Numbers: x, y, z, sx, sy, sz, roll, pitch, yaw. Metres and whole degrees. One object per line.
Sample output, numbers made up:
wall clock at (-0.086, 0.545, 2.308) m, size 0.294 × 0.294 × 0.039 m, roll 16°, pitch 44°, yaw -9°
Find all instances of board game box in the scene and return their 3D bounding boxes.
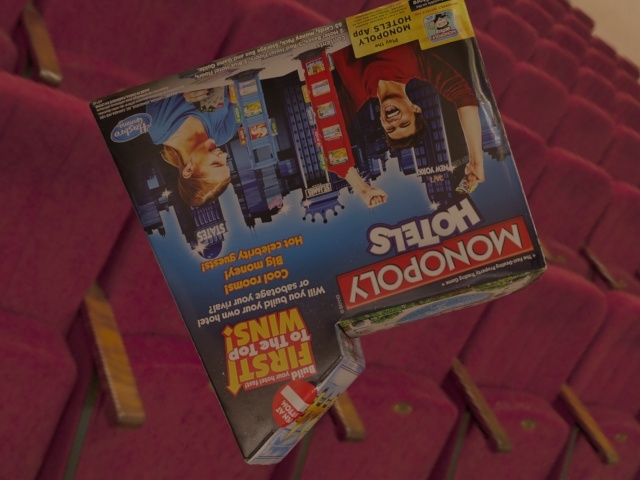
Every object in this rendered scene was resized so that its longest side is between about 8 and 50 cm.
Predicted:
board game box at (0.000, 0.000, 0.413) m, size 0.060 × 0.194 × 0.194 m, roll 45°, pitch 31°, yaw -71°
